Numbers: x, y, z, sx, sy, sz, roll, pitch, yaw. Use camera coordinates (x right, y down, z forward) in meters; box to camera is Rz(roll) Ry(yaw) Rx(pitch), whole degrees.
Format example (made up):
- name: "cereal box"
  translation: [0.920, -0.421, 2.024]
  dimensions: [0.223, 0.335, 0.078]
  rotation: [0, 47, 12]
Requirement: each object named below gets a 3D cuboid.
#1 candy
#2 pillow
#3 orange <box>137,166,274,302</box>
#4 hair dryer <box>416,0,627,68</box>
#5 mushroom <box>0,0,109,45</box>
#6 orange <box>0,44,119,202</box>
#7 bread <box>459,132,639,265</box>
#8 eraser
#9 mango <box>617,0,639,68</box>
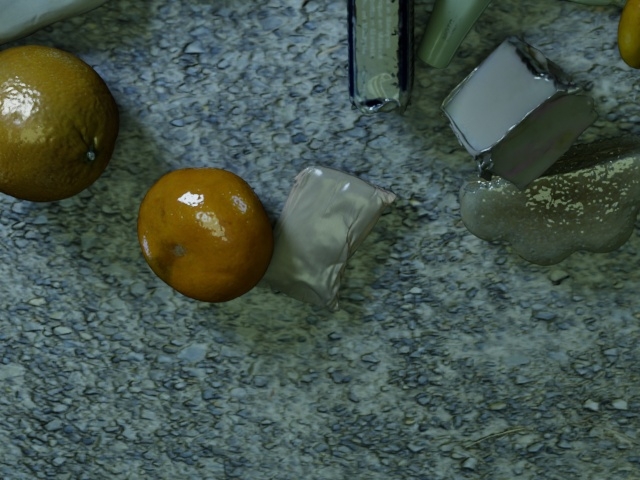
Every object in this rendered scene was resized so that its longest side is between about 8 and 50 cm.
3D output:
- name: "candy"
  translation: [0.304, -0.193, 1.538]
  dimensions: [0.137, 0.185, 0.195]
  rotation: [30, 113, -38]
- name: "pillow"
  translation: [0.000, 0.000, 1.724]
  dimensions: [0.173, 0.067, 0.270]
  rotation: [25, 112, 3]
- name: "orange"
  translation: [-0.190, -0.013, 1.686]
  dimensions: [0.240, 0.171, 0.240]
  rotation: [6, 115, 12]
- name: "hair dryer"
  translation: [0.282, -0.362, 1.546]
  dimensions: [0.298, 0.119, 0.296]
  rotation: [37, 117, -21]
- name: "mushroom"
  translation: [-0.461, -0.397, 1.606]
  dimensions: [0.328, 0.159, 0.122]
  rotation: [-23, 129, 20]
- name: "orange"
  translation: [-0.451, -0.184, 1.608]
  dimensions: [0.264, 0.264, 0.264]
  rotation: [2, 111, 6]
- name: "bread"
  translation: [0.401, -0.055, 1.635]
  dimensions: [0.337, 0.102, 0.183]
  rotation: [-13, 109, 13]
- name: "eraser"
  translation: [0.091, -0.364, 1.525]
  dimensions: [0.101, 0.155, 0.332]
  rotation: [0, 111, 8]
- name: "mango"
  translation: [0.508, -0.344, 1.511]
  dimensions: [0.115, 0.090, 0.178]
  rotation: [6, 126, -42]
